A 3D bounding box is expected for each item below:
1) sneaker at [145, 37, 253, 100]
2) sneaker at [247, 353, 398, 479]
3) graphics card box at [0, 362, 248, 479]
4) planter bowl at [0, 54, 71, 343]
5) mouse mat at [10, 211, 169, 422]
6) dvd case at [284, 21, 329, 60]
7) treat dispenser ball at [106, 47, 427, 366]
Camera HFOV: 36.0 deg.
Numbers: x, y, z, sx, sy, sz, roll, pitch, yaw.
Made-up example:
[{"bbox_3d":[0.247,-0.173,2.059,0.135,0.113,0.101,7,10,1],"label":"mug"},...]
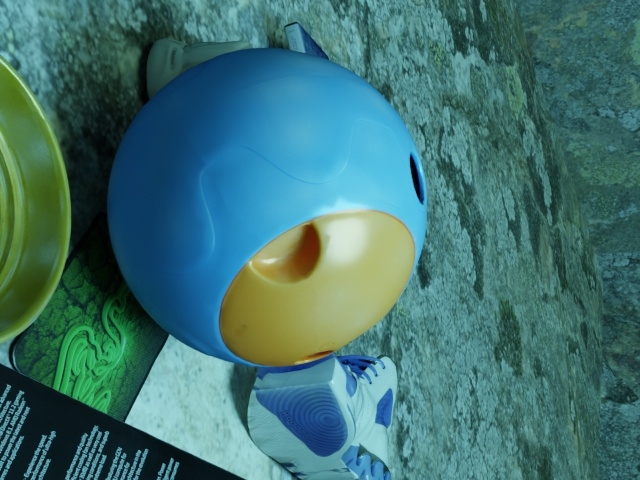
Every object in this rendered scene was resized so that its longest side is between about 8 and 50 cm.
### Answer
[{"bbox_3d":[-0.069,-0.132,1.086,0.292,0.118,0.110,34,51,-60],"label":"sneaker"},{"bbox_3d":[0.013,0.192,1.185,0.315,0.127,0.182,66,25,-46],"label":"sneaker"},{"bbox_3d":[-0.137,0.246,0.638,0.371,0.094,0.232,28,48,-14],"label":"graphics card box"},{"bbox_3d":[-0.271,-0.030,0.650,0.217,0.090,0.217,35,50,-56],"label":"planter bowl"},{"bbox_3d":[-0.196,0.086,0.882,0.152,0.007,0.189,64,31,-34],"label":"mouse mat"},{"bbox_3d":[0.011,-0.142,1.289,0.180,0.022,0.253,16,59,-77],"label":"dvd case"},{"bbox_3d":[-0.047,-0.029,0.895,0.288,0.288,0.288,29,58,-60],"label":"treat dispenser ball"}]
